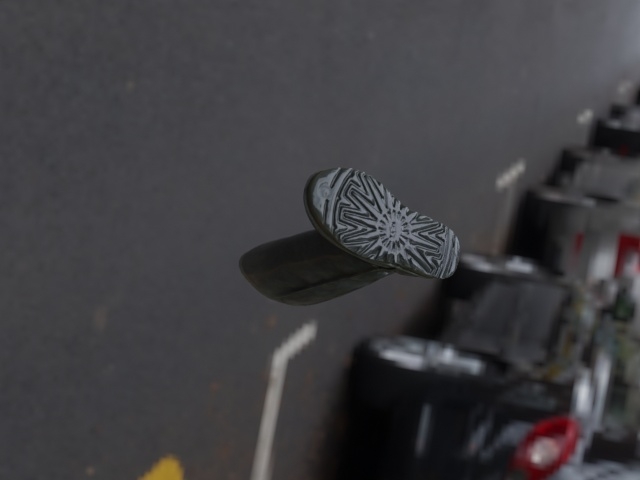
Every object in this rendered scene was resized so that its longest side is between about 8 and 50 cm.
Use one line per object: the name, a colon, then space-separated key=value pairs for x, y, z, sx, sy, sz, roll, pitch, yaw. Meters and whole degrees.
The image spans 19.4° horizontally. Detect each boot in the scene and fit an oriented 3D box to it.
boot: x=-0.001 y=0.002 z=1.700 sx=0.189 sy=0.208 sz=0.076 roll=33 pitch=67 yaw=-35
